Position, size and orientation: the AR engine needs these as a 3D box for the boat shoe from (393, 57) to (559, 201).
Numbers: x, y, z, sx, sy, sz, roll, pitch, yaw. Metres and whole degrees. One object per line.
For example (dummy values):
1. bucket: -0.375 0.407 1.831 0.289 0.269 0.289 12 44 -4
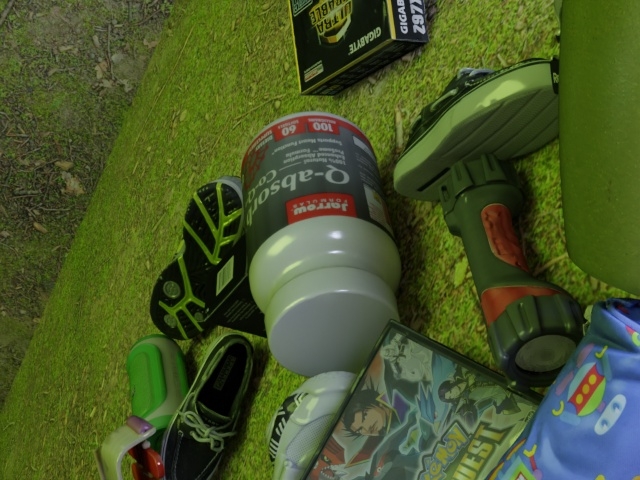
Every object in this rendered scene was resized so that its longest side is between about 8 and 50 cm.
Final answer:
1. boat shoe: 0.184 -0.156 1.143 0.335 0.121 0.119 -31 50 58

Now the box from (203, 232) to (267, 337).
1. box: -0.083 0.077 1.491 0.156 0.158 0.093 -45 36 44

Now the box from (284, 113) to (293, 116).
1. box: -0.065 -0.175 1.801 0.081 0.028 0.136 19 93 66

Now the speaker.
1. speaker: -0.318 0.313 1.858 0.131 0.131 0.296 -61 26 20

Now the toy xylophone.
1. toy xylophone: -0.316 0.461 1.624 0.236 0.081 0.322 17 118 61

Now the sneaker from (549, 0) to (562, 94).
1. sneaker: 0.280 -0.179 0.937 0.122 0.146 0.330 3 77 64

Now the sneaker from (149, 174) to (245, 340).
1. sneaker: -0.227 0.041 1.900 0.384 0.145 0.147 -62 -5 26

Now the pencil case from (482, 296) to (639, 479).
1. pencil case: 0.224 0.186 0.808 0.133 0.119 0.306 43 113 38

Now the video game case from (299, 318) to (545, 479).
1. video game case: 0.096 0.247 1.003 0.248 0.035 0.275 24 84 50

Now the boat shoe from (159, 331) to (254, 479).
1. boat shoe: -0.191 0.308 1.609 0.306 0.113 0.105 -63 9 -4

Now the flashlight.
1. flashlight: 0.209 0.019 1.008 0.103 0.103 0.304 -58 22 35

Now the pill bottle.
1. pill bottle: 0.000 0.000 1.312 0.210 0.210 0.363 -54 30 33

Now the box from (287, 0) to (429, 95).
1. box: 0.050 -0.408 1.566 0.322 0.079 0.257 -15 80 62

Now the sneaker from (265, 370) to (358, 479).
1. sneaker: -0.008 0.354 1.171 0.366 0.137 0.210 -65 25 24

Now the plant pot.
1. plant pot: 0.299 -0.107 0.739 0.275 0.275 0.293 -127 44 -62
